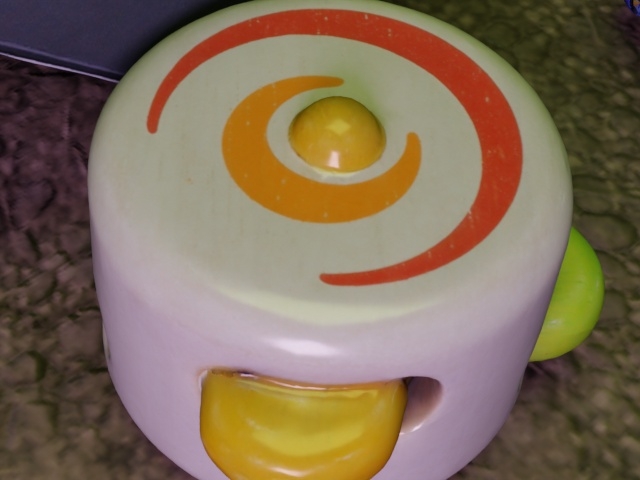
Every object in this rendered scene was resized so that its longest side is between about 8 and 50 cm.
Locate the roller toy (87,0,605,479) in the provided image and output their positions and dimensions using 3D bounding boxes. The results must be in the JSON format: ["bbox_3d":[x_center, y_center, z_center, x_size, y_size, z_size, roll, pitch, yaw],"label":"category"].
[{"bbox_3d":[0.000,0.000,0.518,0.209,0.146,0.191,-35,61,-28],"label":"roller toy"}]

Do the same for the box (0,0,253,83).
[{"bbox_3d":[-0.166,-0.257,0.585,0.395,0.212,0.293,40,15,23],"label":"box"}]

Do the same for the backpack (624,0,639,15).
[{"bbox_3d":[0.259,-0.125,0.664,0.158,0.117,0.173,-14,53,-16],"label":"backpack"}]
